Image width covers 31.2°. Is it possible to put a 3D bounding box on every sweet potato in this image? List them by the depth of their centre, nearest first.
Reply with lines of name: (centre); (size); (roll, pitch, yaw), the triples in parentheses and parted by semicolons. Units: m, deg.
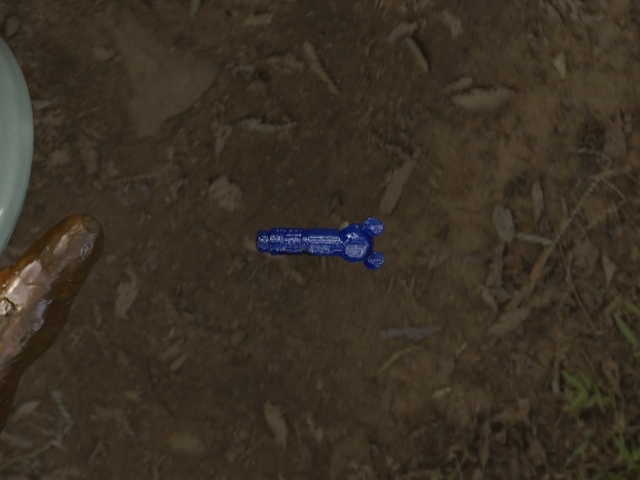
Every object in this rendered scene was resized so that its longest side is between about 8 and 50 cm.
sweet potato: (-0.336, 0.099, 1.226); (0.106, 0.095, 0.355); (36, 114, 11)

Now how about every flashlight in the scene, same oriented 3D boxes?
flashlight: (0.000, 0.000, 1.085); (0.121, 0.035, 0.057); (1, 123, 5)

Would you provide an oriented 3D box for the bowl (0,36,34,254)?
bowl: (-0.356, -0.066, 0.812); (0.277, 0.145, 0.277); (-6, 77, 24)
